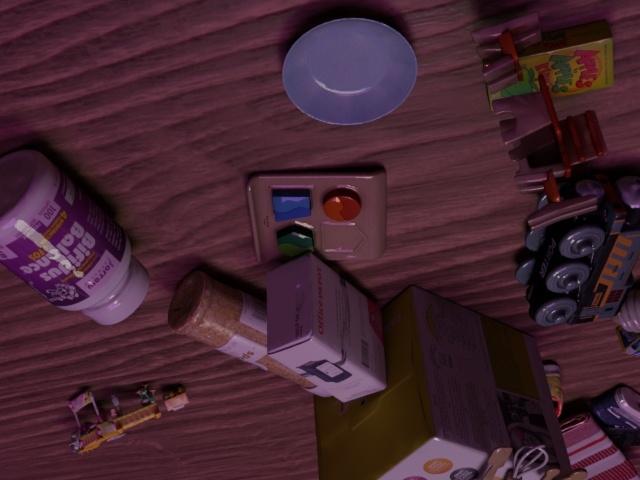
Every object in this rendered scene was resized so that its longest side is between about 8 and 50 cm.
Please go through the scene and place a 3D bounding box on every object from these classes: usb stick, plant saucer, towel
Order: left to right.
[{"bbox_3d":[0.041,-0.250,1.456,0.194,0.037,0.195,-2,138,-2],"label":"plant saucer"},{"bbox_3d":[0.558,0.511,2.267,0.237,0.037,0.329,-30,131,17],"label":"towel"},{"bbox_3d":[0.596,0.427,2.250,0.277,0.045,0.077,1,131,-5],"label":"usb stick"}]

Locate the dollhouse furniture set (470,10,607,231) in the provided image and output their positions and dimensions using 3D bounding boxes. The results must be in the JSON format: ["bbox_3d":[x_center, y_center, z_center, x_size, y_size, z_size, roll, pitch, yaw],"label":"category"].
[{"bbox_3d":[0.316,-0.155,1.376,0.135,0.262,0.259,-17,170,13],"label":"dollhouse furniture set"}]

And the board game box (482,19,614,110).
[{"bbox_3d":[0.329,-0.252,1.467,0.181,0.043,0.092,-11,138,9],"label":"board game box"}]

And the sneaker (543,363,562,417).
[{"bbox_3d":[0.464,0.348,2.115,0.081,0.094,0.209,-7,140,2],"label":"sneaker"}]

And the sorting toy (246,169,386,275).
[{"bbox_3d":[0.000,0.000,1.732,0.229,0.041,0.307,-3,138,0],"label":"sorting toy"}]

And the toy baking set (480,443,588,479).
[{"bbox_3d":[0.340,0.414,1.731,0.256,0.030,0.196,30,123,-31],"label":"toy baking set"}]

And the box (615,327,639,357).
[{"bbox_3d":[0.667,0.206,1.993,0.168,0.059,0.054,20,133,-24],"label":"box"}]

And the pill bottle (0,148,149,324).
[{"bbox_3d":[-0.411,0.007,1.619,0.169,0.169,0.301,-22,135,20],"label":"pill bottle"}]

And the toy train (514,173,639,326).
[{"bbox_3d":[0.454,0.020,1.724,0.190,0.142,0.334,-8,138,-13],"label":"toy train"}]

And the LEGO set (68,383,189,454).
[{"bbox_3d":[-0.418,0.344,2.080,0.287,0.107,0.132,-28,168,20],"label":"LEGO set"}]

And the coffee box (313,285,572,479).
[{"bbox_3d":[0.213,0.350,1.917,0.334,0.338,0.337,23,131,-27],"label":"coffee box"}]

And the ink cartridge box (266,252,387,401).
[{"bbox_3d":[0.011,0.156,1.776,0.100,0.172,0.237,-23,141,27],"label":"ink cartridge box"}]

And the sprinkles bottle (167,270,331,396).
[{"bbox_3d":[-0.105,0.176,1.865,0.355,0.121,0.121,28,130,-30],"label":"sprinkles bottle"}]

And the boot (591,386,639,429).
[{"bbox_3d":[0.674,0.380,2.194,0.190,0.069,0.086,36,133,-26],"label":"boot"}]

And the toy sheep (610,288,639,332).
[{"bbox_3d":[0.598,0.128,1.883,0.091,0.091,0.132,31,147,-32],"label":"toy sheep"}]
